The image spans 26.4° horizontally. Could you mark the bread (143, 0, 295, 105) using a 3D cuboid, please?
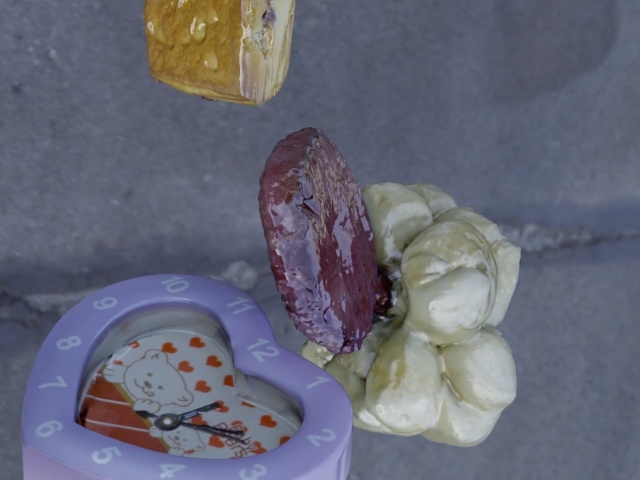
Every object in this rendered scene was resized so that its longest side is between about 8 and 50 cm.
[{"bbox_3d":[-0.109,-0.274,1.515,0.099,0.210,0.235,-11,109,-43],"label":"bread"}]

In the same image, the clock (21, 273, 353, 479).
[{"bbox_3d":[-0.086,0.103,0.762,0.172,0.198,0.064,-20,131,-30],"label":"clock"}]

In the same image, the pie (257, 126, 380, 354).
[{"bbox_3d":[0.000,0.000,0.860,0.154,0.036,0.154,-11,90,-73],"label":"pie"}]

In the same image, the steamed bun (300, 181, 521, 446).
[{"bbox_3d":[0.058,0.058,0.955,0.106,0.192,0.177,1,112,-34],"label":"steamed bun"}]
